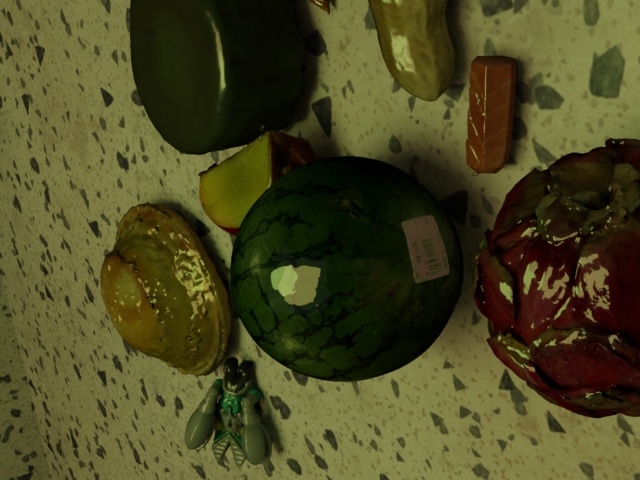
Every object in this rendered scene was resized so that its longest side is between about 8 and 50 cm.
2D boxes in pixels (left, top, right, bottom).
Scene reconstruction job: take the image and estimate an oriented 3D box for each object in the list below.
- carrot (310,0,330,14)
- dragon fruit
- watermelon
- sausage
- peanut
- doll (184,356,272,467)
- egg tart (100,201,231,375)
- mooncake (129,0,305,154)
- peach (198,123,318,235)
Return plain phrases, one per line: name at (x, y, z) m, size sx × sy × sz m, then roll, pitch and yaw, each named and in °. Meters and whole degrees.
carrot at (-0.049, -0.446, 1.440) m, size 0.224 × 0.057 × 0.057 m, roll 51°, pitch 142°, yaw 18°
dragon fruit at (0.324, 0.046, 0.994) m, size 0.329 × 0.329 × 0.329 m, roll 29°, pitch 129°, yaw 42°
watermelon at (0.032, 0.043, 1.348) m, size 0.363 × 0.363 × 0.363 m, roll 29°, pitch 129°, yaw 42°
sausage at (0.227, -0.160, 1.208) m, size 0.065 × 0.065 × 0.169 m, roll 26°, pitch 127°, yaw 44°
peanut at (0.127, -0.304, 1.228) m, size 0.120 × 0.110 × 0.236 m, roll -3°, pitch 107°, yaw 40°
doll at (-0.215, 0.399, 2.014) m, size 0.195 × 0.153 × 0.258 m, roll -14°, pitch 102°, yaw 27°
egg tart at (-0.376, 0.129, 2.067) m, size 0.443 × 0.178 × 0.443 m, roll 27°, pitch 127°, yaw 41°
mooncake at (-0.182, -0.332, 1.554) m, size 0.356 × 0.194 × 0.356 m, roll 26°, pitch 124°, yaw 47°
peach at (-0.103, -0.073, 1.563) m, size 0.267 × 0.159 × 0.153 m, roll -24°, pitch 64°, yaw 45°
